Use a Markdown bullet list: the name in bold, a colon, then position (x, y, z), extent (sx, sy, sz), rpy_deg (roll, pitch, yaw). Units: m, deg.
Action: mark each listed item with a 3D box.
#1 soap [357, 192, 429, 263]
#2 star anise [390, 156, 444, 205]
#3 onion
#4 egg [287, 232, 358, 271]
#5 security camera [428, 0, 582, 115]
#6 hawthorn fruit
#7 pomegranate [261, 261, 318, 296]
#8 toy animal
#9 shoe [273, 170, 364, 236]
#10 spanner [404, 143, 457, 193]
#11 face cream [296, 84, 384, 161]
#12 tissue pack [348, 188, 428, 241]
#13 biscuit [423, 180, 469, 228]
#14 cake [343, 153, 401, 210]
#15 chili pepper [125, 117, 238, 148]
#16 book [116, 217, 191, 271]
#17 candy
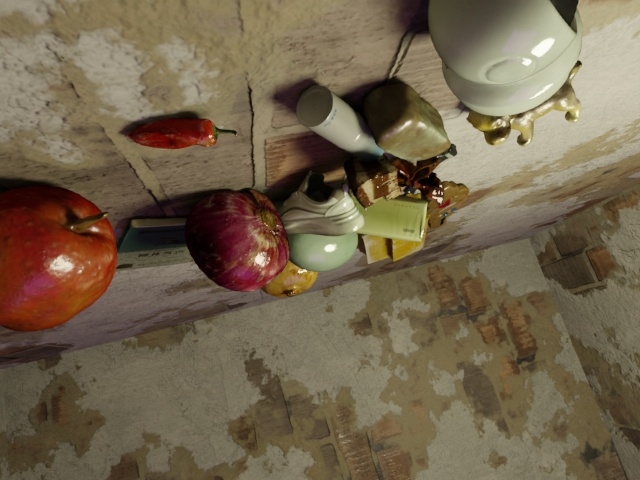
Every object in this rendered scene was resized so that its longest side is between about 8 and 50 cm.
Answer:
- **soap**: position (0.260, -0.032, 1.533), extent (0.259, 0.143, 0.281), rpy_deg (-20, 156, 3)
- **star anise**: position (0.257, -0.176, 1.117), extent (0.212, 0.111, 0.196), rpy_deg (-3, 143, 48)
- **onion**: position (-0.221, 0.010, 1.059), extent (0.272, 0.256, 0.230), rpy_deg (-55, 160, 21)
- **egg**: position (0.000, 0.000, 1.338), extent (0.283, 0.202, 0.203), rpy_deg (-4, 162, -46)
- **security camera**: position (0.236, -0.292, 0.542), extent (0.195, 0.194, 0.236), rpy_deg (-23, 161, 25)
- **hawthorn fruit**: position (-0.512, 0.019, 0.773), extent (0.330, 0.287, 0.287), rpy_deg (-27, 163, 20)
- **pomegranate**: position (-0.126, 0.108, 1.560), extent (0.248, 0.248, 0.248), rpy_deg (-15, 165, -4)
- **toy animal**: position (0.454, -0.290, 0.925), extent (0.233, 0.121, 0.169), rpy_deg (-24, 153, 20)
- **shoe**: position (-0.035, -0.106, 1.092), extent (0.316, 0.159, 0.124), rpy_deg (8, -148, 33)
- **spanner**: position (0.316, -0.207, 1.266), extent (0.087, 0.024, 0.316), rpy_deg (-11, 166, -12)
- **face cream**: position (0.051, -0.221, 0.818), extent (0.077, 0.077, 0.250), rpy_deg (-23, 164, 26)
- **tissue pack**: position (0.178, -0.074, 1.189), extent (0.234, 0.125, 0.159), rpy_deg (8, -172, 5)
- **biscuit**: position (0.461, -0.126, 1.557), extent (0.183, 0.047, 0.319), rpy_deg (-18, 155, -8)
- **cake**: position (0.109, -0.164, 0.954), extent (0.112, 0.135, 0.246), rpy_deg (-25, 169, 10)
- **chili pepper**: position (-0.238, -0.185, 0.714), extent (0.191, 0.050, 0.059), rpy_deg (-2, 167, -3)
- **book**: position (-0.471, 0.014, 1.241), extent (0.264, 0.031, 0.379), rpy_deg (-7, 163, -37)
- **candy**: position (0.182, -0.234, 0.852), extent (0.102, 0.104, 0.234), rpy_deg (-24, 164, 31)
